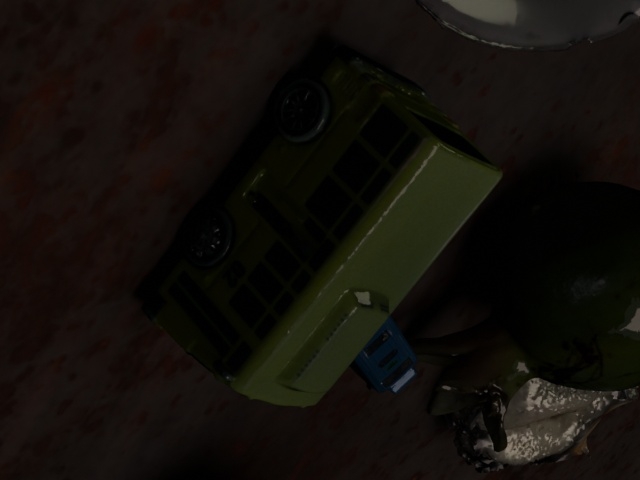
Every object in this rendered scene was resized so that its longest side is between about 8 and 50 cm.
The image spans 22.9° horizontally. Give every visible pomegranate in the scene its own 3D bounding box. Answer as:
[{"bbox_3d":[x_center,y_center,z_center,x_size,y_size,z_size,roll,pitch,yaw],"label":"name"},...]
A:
[{"bbox_3d":[0.148,0.050,1.009,0.191,0.131,0.152,-32,150,-10],"label":"pomegranate"}]

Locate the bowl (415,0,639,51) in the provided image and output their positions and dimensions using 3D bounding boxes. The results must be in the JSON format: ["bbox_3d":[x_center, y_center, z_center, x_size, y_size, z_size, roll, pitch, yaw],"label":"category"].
[{"bbox_3d":[0.098,-0.253,0.570,0.345,0.157,0.345,-31,145,-24],"label":"bowl"}]

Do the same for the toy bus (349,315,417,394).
[{"bbox_3d":[0.029,0.059,0.954,0.038,0.046,0.083,-42,148,-5],"label":"toy bus"}]

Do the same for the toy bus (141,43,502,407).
[{"bbox_3d":[0.000,0.000,0.800,0.175,0.101,0.088,-52,148,13],"label":"toy bus"}]

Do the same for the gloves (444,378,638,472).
[{"bbox_3d":[0.150,0.115,1.140,0.153,0.070,0.114,2,133,-43],"label":"gloves"}]
